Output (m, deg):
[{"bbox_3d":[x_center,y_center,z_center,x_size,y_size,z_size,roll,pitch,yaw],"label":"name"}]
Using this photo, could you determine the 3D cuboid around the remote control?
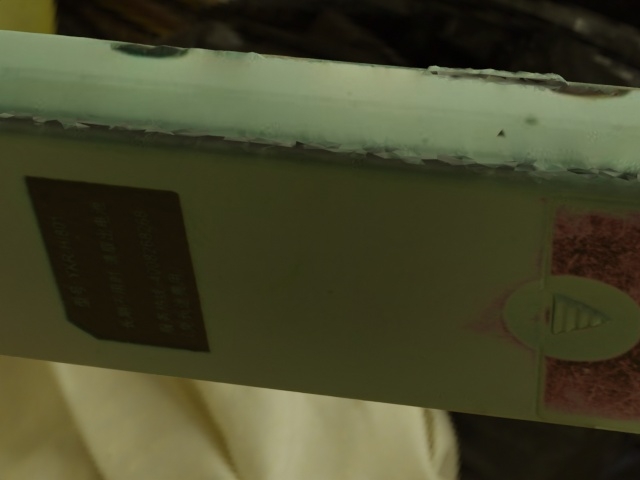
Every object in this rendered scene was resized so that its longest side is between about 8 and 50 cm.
[{"bbox_3d":[0.000,-0.001,0.580,0.344,0.145,0.050,6,53,8],"label":"remote control"}]
